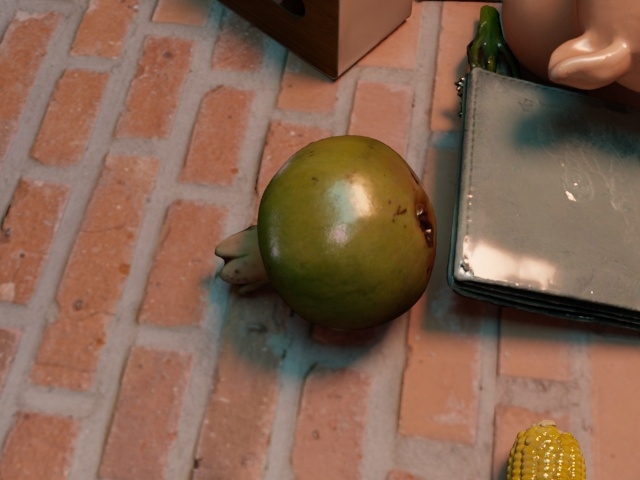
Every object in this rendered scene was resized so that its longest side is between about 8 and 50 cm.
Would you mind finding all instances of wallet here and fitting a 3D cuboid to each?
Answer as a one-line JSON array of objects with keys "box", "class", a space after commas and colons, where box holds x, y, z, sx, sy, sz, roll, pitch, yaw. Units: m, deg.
[{"box": [0.269, -0.037, 0.887, 0.290, 0.054, 0.251, 13, 59, -5], "class": "wallet"}]

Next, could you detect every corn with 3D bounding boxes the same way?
[{"box": [0.180, 0.244, 0.733, 0.067, 0.067, 0.206, 7, 61, 6], "class": "corn"}]

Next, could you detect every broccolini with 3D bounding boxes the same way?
[{"box": [0.192, -0.185, 1.022, 0.091, 0.068, 0.202, 13, 43, -3], "class": "broccolini"}]

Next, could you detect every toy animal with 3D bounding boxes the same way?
[{"box": [0.309, -0.240, 0.900, 0.237, 0.326, 0.269, 10, 71, -21], "class": "toy animal"}]

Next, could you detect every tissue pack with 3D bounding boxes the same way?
[{"box": [-0.023, -0.332, 1.047, 0.246, 0.159, 0.136, 38, 65, 23], "class": "tissue pack"}]

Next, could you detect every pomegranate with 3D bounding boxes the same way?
[{"box": [0.003, 0.000, 0.828, 0.210, 0.179, 0.179, -19, 59, -1], "class": "pomegranate"}]
